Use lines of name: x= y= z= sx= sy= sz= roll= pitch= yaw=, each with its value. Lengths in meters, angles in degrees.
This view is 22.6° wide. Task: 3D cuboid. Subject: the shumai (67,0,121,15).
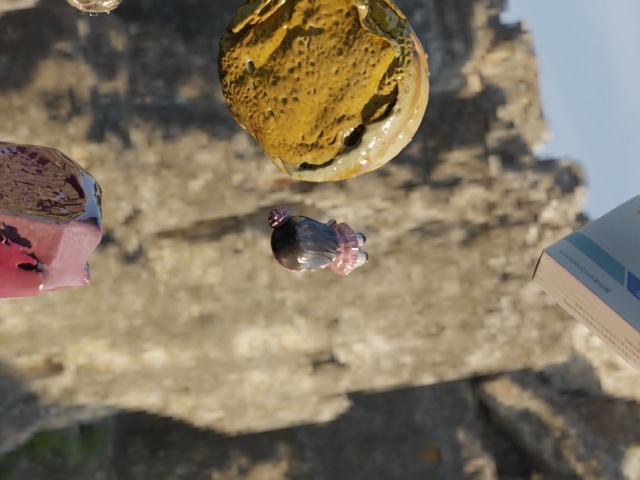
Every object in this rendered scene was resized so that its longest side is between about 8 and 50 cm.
shumai: x=-0.317 y=-0.403 z=2.277 sx=0.145 sy=0.116 sz=0.145 roll=36 pitch=35 yaw=-31

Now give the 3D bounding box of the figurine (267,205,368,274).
figurine: x=0.000 y=0.000 z=1.728 sx=0.054 sy=0.129 sz=0.072 roll=-17 pitch=-105 yaw=46

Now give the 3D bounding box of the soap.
soap: x=-0.388 y=-0.028 z=2.026 sx=0.325 sy=0.220 sz=0.127 roll=-106 pitch=-156 yaw=-68

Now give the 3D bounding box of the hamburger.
hamburger: x=0.013 y=-0.229 z=2.134 sx=0.158 sy=0.319 sz=0.318 roll=-17 pitch=101 yaw=-55

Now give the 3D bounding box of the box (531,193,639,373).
box: x=0.451 y=0.097 z=1.982 sx=0.343 sy=0.200 sz=0.065 roll=43 pitch=-39 yaw=27
